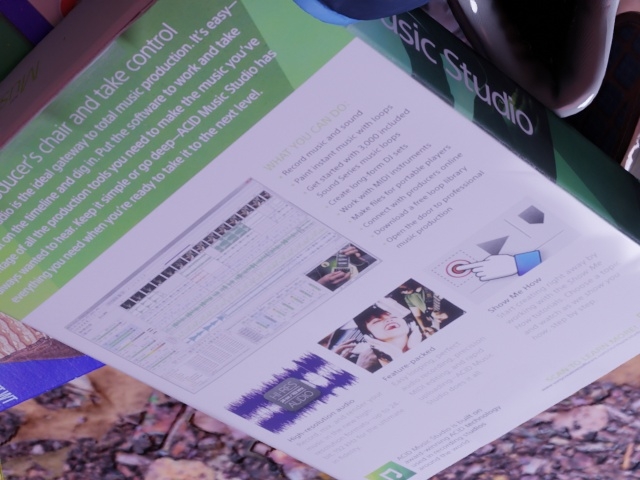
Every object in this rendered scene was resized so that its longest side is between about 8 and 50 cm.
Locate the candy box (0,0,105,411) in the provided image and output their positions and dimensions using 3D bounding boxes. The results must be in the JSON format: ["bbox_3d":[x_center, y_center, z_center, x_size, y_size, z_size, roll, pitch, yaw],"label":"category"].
[{"bbox_3d":[-0.122,-0.073,0.694,0.317,0.122,0.268,-25,129,19],"label":"candy box"}]

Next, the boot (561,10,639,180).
[{"bbox_3d":[0.175,-0.034,0.790,0.106,0.082,0.219,-5,132,-27],"label":"boot"}]

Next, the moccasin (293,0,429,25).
[{"bbox_3d":[-0.005,-0.242,0.453,0.116,0.138,0.342,-9,109,29],"label":"moccasin"}]

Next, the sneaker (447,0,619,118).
[{"bbox_3d":[0.081,-0.196,0.576,0.122,0.146,0.331,-13,130,12],"label":"sneaker"}]

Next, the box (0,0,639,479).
[{"bbox_3d":[0.000,0.000,0.649,0.322,0.058,0.232,31,127,-33],"label":"box"}]

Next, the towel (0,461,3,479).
[{"bbox_3d":[-0.274,0.188,1.000,0.102,0.021,0.237,5,133,1],"label":"towel"}]
